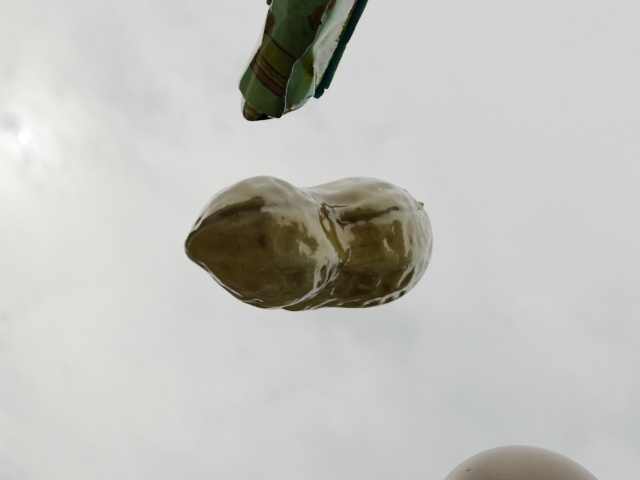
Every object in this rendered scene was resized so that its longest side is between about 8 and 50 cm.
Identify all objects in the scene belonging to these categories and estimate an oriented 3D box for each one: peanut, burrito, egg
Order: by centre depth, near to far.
[{"bbox_3d":[0.027,-0.186,0.481,0.054,0.104,0.288,48,-43,18],"label":"burrito"},{"bbox_3d":[0.000,0.000,0.736,0.147,0.306,0.147,2,-88,47],"label":"peanut"},{"bbox_3d":[0.284,0.432,1.065,0.283,0.282,0.351,14,-23,25],"label":"egg"}]
